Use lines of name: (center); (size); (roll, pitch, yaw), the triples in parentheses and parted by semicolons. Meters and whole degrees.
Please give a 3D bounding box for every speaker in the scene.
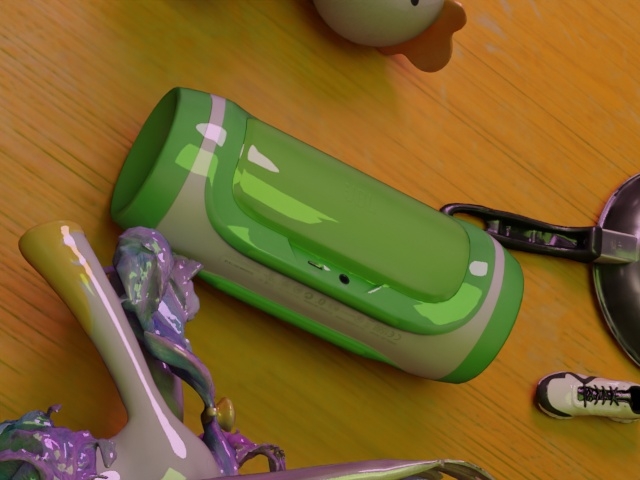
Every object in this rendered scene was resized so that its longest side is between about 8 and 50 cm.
speaker: (0.000, 0.000, 1.287); (0.297, 0.131, 0.131); (26, 66, -18)

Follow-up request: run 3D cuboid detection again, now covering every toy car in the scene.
toy car: (0.045, -0.236, 1.344); (0.238, 0.210, 0.219); (51, 49, -20)

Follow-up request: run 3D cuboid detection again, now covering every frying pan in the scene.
frying pan: (0.270, -0.007, 1.471); (0.326, 0.053, 0.197); (37, 63, -17)

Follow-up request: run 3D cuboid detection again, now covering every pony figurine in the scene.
pony figurine: (-0.111, 0.164, 1.115); (0.351, 0.303, 0.363); (-11, 58, -25)

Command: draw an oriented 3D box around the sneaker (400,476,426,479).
sneaker: (0.088, 0.306, 1.250); (0.110, 0.122, 0.283); (5, 74, -25)

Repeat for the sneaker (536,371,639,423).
sneaker: (0.226, 0.125, 1.413); (0.109, 0.044, 0.040); (5, 76, -23)
